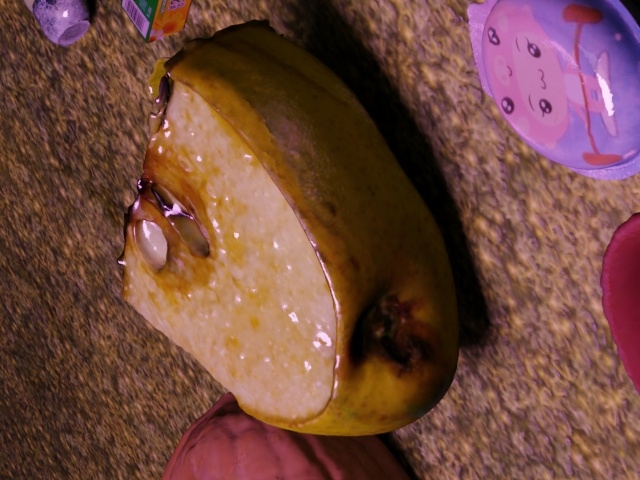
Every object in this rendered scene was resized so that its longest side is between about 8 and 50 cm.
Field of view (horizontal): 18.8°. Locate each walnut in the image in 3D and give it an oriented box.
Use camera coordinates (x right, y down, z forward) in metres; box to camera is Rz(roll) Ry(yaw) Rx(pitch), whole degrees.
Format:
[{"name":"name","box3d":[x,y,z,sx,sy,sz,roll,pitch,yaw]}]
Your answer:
[{"name":"walnut","box3d":[-0.026,0.244,1.553,0.261,0.225,0.225,66,154,4]}]

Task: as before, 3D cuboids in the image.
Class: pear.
[{"name":"pear","box3d":[0.000,0.000,1.334,0.255,0.164,0.238,42,138,26]}]

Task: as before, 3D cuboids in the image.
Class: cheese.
[{"name":"cheese","box3d":[0.161,-0.088,1.065,0.245,0.052,0.135,22,134,53]}]

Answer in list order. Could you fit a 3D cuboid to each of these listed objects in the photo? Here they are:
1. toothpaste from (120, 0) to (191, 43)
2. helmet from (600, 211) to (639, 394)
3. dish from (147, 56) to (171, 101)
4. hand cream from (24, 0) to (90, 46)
[{"name":"toothpaste","box3d":[-0.115,-0.217,1.460,0.043,0.037,0.178,57,154,18]},{"name":"helmet","box3d":[0.314,0.031,0.696,0.385,0.230,0.337,11,145,53]},{"name":"dish","box3d":[-0.081,-0.088,1.522,0.091,0.039,0.137,-3,113,56]},{"name":"hand cream","box3d":[-0.249,-0.252,1.664,0.175,0.046,0.095,63,156,12]}]
